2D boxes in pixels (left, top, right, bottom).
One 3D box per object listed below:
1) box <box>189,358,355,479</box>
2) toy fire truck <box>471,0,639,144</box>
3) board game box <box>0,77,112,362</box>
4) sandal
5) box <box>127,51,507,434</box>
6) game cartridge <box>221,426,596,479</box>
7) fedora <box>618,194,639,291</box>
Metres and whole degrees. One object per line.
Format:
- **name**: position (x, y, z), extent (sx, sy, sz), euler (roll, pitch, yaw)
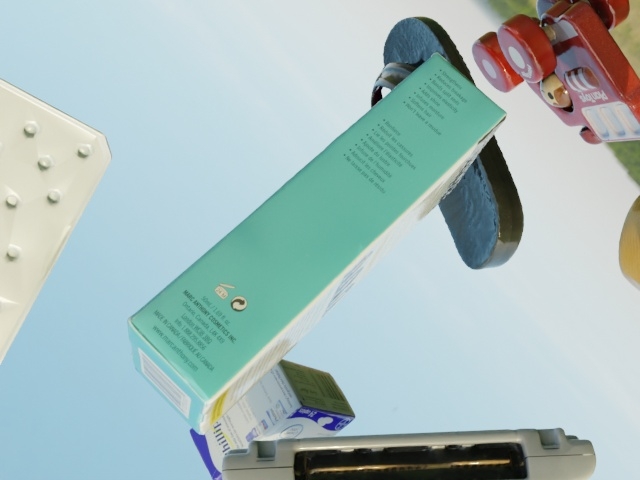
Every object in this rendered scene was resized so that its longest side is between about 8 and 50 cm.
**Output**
- **box**: position (-0.052, 0.208, 0.919), extent (0.126, 0.137, 0.072), euler (29, -157, -55)
- **toy fire truck**: position (0.386, -0.255, 1.249), extent (0.254, 0.169, 0.302), euler (56, 177, -6)
- **board game box**: position (-0.414, 0.004, 0.580), extent (0.389, 0.390, 0.050), euler (28, -178, -23)
- **sandal**: position (0.149, -0.159, 1.126), extent (0.106, 0.168, 0.446), euler (-4, -130, -18)
- **box**: position (0.000, 0.000, 0.478), extent (0.060, 0.244, 0.100), euler (43, 157, 9)
- **game cartridge**: position (0.069, 0.221, 0.720), extent (0.198, 0.297, 0.062), euler (91, 177, -56)
- **fedora**: position (0.365, 0.007, 0.844), extent (0.079, 0.195, 0.194), euler (9, 166, 45)
